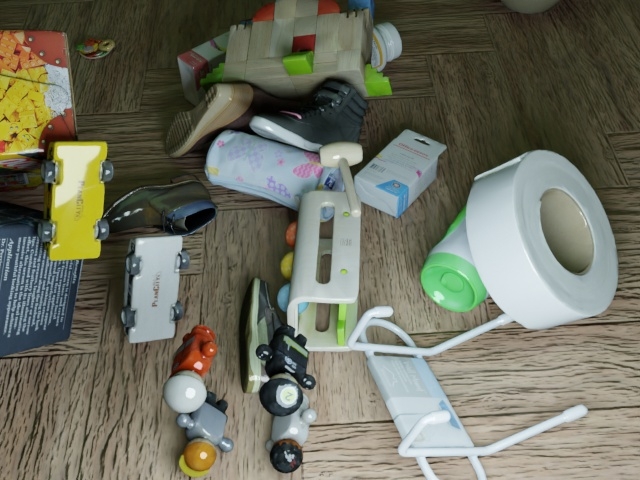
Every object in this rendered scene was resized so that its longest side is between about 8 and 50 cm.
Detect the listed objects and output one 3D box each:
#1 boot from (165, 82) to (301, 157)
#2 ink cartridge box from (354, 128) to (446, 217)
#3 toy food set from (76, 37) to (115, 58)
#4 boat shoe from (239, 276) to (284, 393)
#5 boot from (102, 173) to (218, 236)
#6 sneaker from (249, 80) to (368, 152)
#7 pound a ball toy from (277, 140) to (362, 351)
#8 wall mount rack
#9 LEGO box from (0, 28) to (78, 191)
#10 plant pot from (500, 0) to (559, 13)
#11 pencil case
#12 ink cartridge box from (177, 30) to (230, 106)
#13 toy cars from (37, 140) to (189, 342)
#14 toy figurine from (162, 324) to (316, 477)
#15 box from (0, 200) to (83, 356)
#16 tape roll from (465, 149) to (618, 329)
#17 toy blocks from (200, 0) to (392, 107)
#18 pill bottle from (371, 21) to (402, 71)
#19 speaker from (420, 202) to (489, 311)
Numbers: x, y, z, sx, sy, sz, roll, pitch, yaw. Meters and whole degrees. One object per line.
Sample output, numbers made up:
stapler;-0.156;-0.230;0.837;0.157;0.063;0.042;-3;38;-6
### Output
boot;-0.182;-0.230;1.760;0.206;0.248;0.090;8;59;-40
ink cartridge box;0.159;-0.135;1.682;0.104;0.062;0.181;28;53;26
toy food set;-0.546;-0.466;2.071;0.083;0.020;0.082;21;50;21
boat shoe;-0.092;0.157;1.401;0.073;0.080;0.224;12;42;-14
boot;-0.300;-0.051;1.608;0.219;0.082;0.106;-27;47;-24
sneaker;-0.017;-0.247;1.640;0.104;0.147;0.295;23;10;37
pound a ball toy;0.000;0.000;1.444;0.135;0.208;0.319;2;42;2
wall mount rack;0.213;0.214;1.298;0.304;0.130;0.350;7;39;-33
LEGO box;-0.642;-0.193;1.430;0.372;0.193;0.500;-6;-1;-25
plant pot;0.526;-0.677;2.112;0.284;0.191;0.284;-2;45;2
pencil case;-0.087;-0.125;1.650;0.273;0.113;0.124;21;75;21
ink cartridge box;-0.215;-0.391;1.915;0.198;0.115;0.067;-34;52;-27
toy cars;-0.333;0.000;1.361;0.176;0.394;0.087;-42;37;-11
toy figurine;-0.112;0.236;1.224;0.213;0.210;0.148;1;34;3
box;-0.593;0.046;1.296;0.293;0.212;0.395;13;6;15
tape roll;0.364;-0.003;1.397;0.100;0.286;0.286;-25;25;45
toy blocks;-0.041;-0.423;1.785;0.381;0.191;0.261;-2;64;15
pill bottle;0.076;-0.419;1.929;0.208;0.118;0.117;-27;50;-21
speaker;0.291;-0.010;1.508;0.131;0.131;0.296;23;50;23
